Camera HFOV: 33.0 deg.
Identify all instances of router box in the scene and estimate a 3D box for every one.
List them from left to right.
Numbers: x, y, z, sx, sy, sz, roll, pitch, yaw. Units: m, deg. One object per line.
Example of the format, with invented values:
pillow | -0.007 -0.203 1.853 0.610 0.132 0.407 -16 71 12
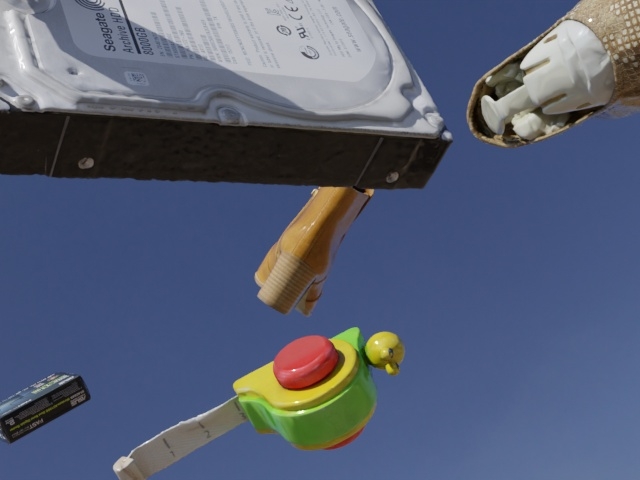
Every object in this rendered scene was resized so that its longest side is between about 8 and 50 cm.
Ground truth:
router box | -0.374 0.217 1.410 0.122 0.038 0.092 -29 13 -32

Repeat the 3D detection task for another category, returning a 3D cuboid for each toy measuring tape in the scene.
toy measuring tape | -0.055 0.188 1.113 0.330 0.121 0.121 -28 -37 -5

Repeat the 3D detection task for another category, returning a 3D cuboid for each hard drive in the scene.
hard drive | -0.093 -0.142 0.790 0.339 0.236 0.064 0 -44 -29

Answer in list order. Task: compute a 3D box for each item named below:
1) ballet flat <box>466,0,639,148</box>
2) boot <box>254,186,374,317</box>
ballet flat | 0.139 -0.090 0.623 0.067 0.073 0.206 -27 -4 -14
boot | -0.001 -0.001 1.538 0.211 0.104 0.295 -56 0 2
